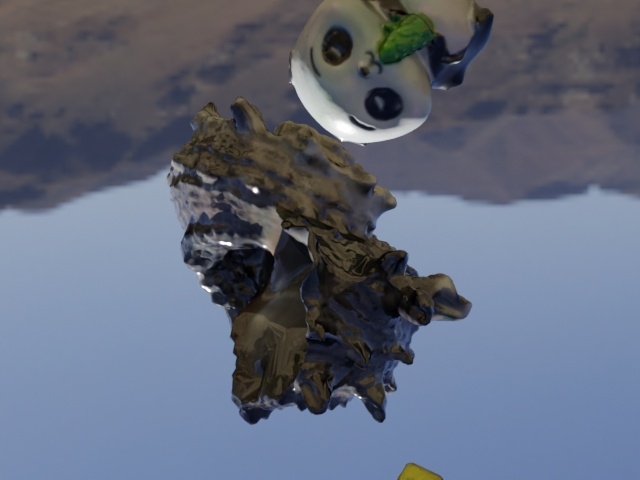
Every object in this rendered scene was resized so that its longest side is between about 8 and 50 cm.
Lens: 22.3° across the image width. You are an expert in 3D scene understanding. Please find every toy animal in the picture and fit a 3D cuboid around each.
[{"bbox_3d":[0.092,-0.259,2.187,0.267,0.212,0.212,-44,-153,-23],"label":"toy animal"}]

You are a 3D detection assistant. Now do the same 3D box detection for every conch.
[{"bbox_3d":[-0.010,0.004,1.181,0.186,0.241,0.313,-24,-145,2],"label":"conch"}]

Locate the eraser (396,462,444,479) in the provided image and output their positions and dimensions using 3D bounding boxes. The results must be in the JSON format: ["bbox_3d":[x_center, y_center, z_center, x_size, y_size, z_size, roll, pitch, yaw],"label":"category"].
[{"bbox_3d":[0.096,0.429,2.216,0.069,0.158,0.226,21,-125,19],"label":"eraser"}]
